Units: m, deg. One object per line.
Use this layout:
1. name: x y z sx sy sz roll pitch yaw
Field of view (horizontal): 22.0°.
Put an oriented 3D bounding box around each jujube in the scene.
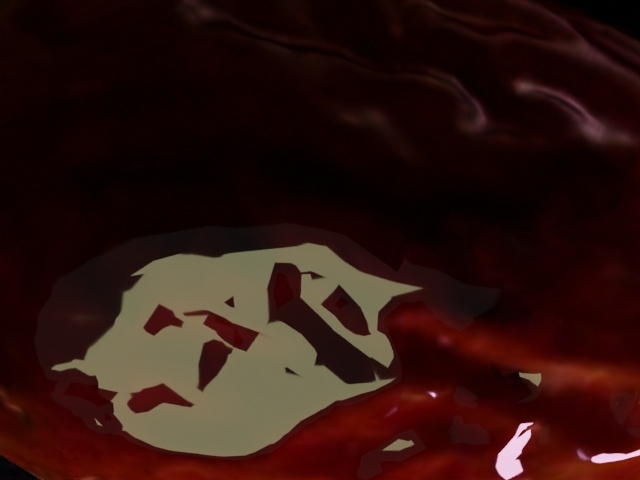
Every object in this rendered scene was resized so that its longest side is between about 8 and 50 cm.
1. jujube: 0.000 0.000 0.604 0.318 0.223 0.223 6 138 4
